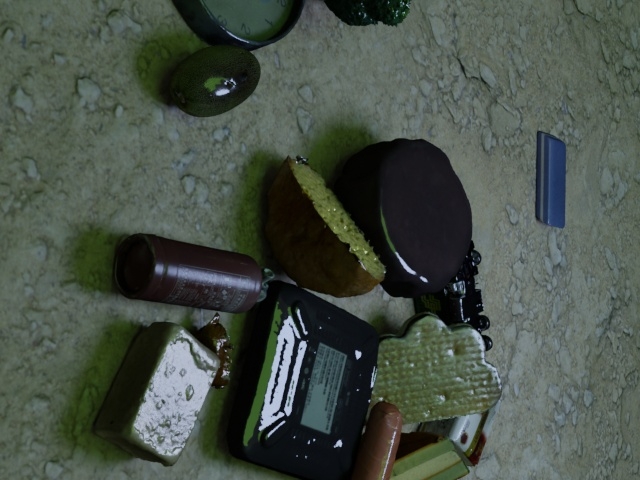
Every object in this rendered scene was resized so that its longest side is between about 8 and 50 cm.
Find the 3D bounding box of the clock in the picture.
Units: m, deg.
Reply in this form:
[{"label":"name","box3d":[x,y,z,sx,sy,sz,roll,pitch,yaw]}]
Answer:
[{"label":"clock","box3d":[-0.126,-0.434,1.536,0.280,0.055,0.281,3,86,-48]}]

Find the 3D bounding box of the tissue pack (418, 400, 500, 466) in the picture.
[{"label":"tissue pack","box3d":[0.273,0.349,1.921,0.106,0.099,0.149,50,54,-34]}]

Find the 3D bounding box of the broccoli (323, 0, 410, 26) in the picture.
[{"label":"broccoli","box3d":[0.110,-0.485,1.628,0.297,0.297,0.298,3,86,-28]}]

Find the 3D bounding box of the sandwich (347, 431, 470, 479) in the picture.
[{"label":"sandwich","box3d":[0.141,0.422,1.713,0.117,0.187,0.144,56,45,-30]}]

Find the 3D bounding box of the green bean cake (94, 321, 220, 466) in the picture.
[{"label":"green bean cake","box3d":[-0.226,0.213,1.376,0.109,0.085,0.179,41,59,-38]}]

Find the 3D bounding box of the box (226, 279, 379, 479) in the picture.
[{"label":"box","box3d":[-0.021,0.239,1.612,0.289,0.073,0.290,32,66,-45]}]

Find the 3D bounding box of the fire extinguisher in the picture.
[{"label":"fire extinguisher","box3d":[-0.171,0.058,1.443,0.269,0.104,0.105,13,79,-48]}]

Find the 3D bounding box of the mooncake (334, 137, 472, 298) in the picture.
[{"label":"mooncake","box3d":[0.141,-0.038,1.737,0.283,0.141,0.283,16,67,-41]}]

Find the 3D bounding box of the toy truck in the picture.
[{"label":"toy truck","box3d":[0.253,0.129,1.891,0.088,0.121,0.259,-17,102,-46]}]

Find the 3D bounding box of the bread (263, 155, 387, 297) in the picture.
[{"label":"bread","box3d":[-0.009,0.001,1.587,0.260,0.134,0.129,59,19,21]}]

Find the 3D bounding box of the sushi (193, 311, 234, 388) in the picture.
[{"label":"sushi","box3d":[-0.159,0.168,1.478,0.060,0.061,0.118,-20,126,-52]}]

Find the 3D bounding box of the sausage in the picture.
[{"label":"sausage","box3d":[0.101,0.347,1.670,0.065,0.065,0.169,42,55,-39]}]

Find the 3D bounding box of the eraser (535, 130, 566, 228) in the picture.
[{"label":"eraser","box3d":[0.537,-0.141,2.284,0.082,0.036,0.225,7,83,-48]}]

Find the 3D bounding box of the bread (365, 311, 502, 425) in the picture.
[{"label":"bread","box3d":[0.193,0.232,1.786,0.286,0.056,0.208,-2,92,-17]}]

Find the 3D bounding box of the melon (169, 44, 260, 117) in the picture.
[{"label":"melon","box3d":[-0.154,-0.240,1.466,0.162,0.099,0.099,-33,113,-43]}]
